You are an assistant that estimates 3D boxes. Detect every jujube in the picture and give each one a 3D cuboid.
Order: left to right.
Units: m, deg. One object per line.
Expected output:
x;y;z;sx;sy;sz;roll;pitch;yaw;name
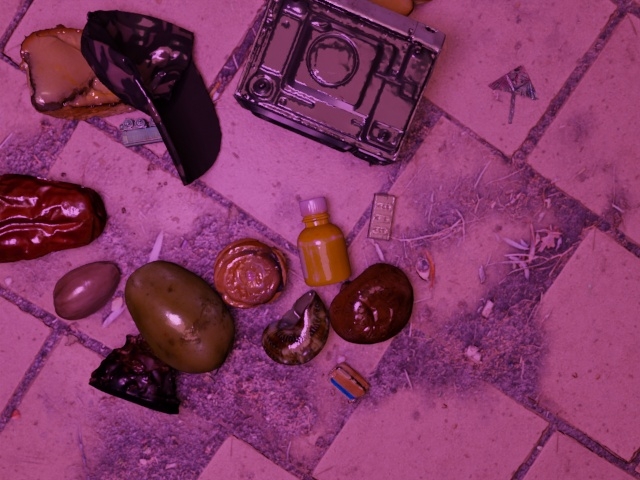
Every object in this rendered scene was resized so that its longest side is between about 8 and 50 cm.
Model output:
-0.698;-0.050;1.323;0.342;0.216;0.216;-6;95;-14;jujube

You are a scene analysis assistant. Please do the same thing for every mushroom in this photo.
0.138;0.170;1.390;0.194;0.138;0.231;41;92;-5;mushroom

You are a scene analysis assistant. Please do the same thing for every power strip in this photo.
0.158;-0.062;1.425;0.056;0.032;0.123;8;94;-4;power strip

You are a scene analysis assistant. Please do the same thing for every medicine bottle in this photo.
0.000;0.000;1.379;0.122;0.122;0.212;-12;95;-1;medicine bottle

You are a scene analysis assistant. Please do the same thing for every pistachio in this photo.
-0.585;0.122;1.378;0.185;0.108;0.126;-44;118;-5;pistachio

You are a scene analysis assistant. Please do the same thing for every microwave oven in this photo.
0.040;-0.388;1.287;0.395;0.247;0.332;21;93;-4;microwave oven

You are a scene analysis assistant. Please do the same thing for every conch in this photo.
-0.059;0.232;1.397;0.182;0.187;0.124;-23;120;35;conch

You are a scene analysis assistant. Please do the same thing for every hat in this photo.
-0.393;-0.322;1.271;0.258;0.366;0.381;7;114;12;hat

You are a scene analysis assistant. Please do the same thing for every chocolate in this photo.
-0.432;0.310;1.374;0.224;0.206;0.177;26;63;-18;chocolate

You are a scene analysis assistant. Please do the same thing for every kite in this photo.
0.495;-0.378;1.424;0.137;0.005;0.152;16;94;-1;kite

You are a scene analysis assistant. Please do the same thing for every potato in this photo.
-0.334;0.184;1.337;0.216;0.216;0.304;-33;88;1;potato

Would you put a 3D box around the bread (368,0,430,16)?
0.185;-0.581;1.347;0.188;0.065;0.149;-5;64;-12;bread

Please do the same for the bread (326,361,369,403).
0.074;0.370;1.450;0.106;0.053;0.072;41;115;-2;bread

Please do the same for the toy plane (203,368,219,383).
-0.274;0.315;1.442;0.049;0.031;0.120;29;90;-13;toy plane

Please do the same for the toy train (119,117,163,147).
-0.425;-0.277;1.383;0.148;0.038;0.070;-10;98;-2;toy train

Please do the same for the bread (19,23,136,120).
-0.577;-0.393;1.308;0.262;0.163;0.204;-10;95;-45;bread

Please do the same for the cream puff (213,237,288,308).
-0.173;0.076;1.374;0.189;0.129;0.188;-4;105;-14;cream puff
